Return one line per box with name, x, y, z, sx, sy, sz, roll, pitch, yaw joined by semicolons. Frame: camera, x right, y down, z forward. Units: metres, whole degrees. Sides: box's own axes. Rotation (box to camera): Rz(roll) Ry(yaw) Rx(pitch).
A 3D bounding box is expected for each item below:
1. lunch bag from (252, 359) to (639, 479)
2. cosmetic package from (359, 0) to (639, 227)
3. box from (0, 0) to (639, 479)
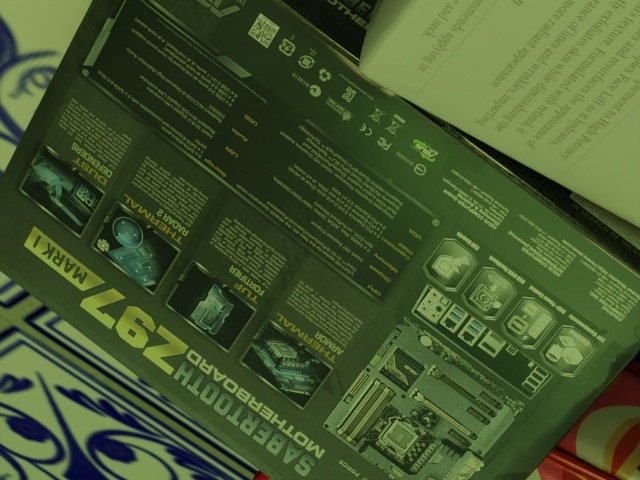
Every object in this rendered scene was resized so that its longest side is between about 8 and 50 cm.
lunch bag;0.076;0.180;0.860;0.258;0.120;0.293;26;122;18
cosmetic package;0.142;-0.056;0.617;0.231;0.085;0.117;28;148;-10
box;0.000;0.000;0.711;0.232;0.059;0.183;37;126;4
